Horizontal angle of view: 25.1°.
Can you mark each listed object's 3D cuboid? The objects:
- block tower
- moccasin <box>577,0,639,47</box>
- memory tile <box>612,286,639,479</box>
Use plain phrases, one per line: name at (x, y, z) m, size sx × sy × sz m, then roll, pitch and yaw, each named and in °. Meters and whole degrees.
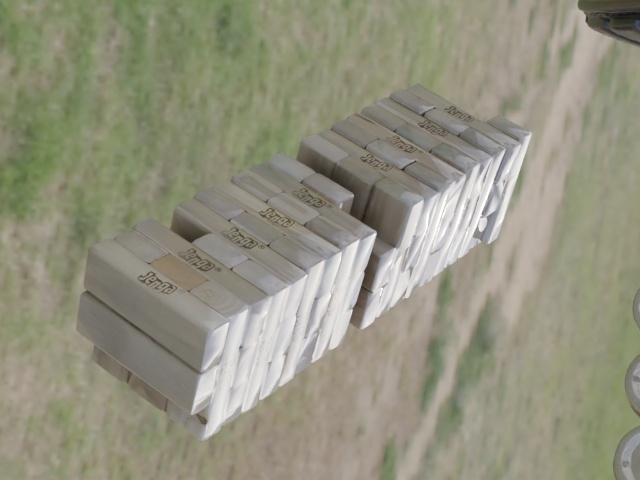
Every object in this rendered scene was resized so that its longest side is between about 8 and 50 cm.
block tower at (0.000, 0.000, 0.878) m, size 0.335 × 0.097 × 0.091 m, roll -29°, pitch 144°, yaw -46°
moccasin at (0.265, -0.176, 0.733) m, size 0.380 × 0.139 × 0.147 m, roll 165°, pitch -66°, yaw -70°
memory tile at (0.180, 0.082, 0.596) m, size 0.012 × 0.113 × 0.148 m, roll 62°, pitch 37°, yaw -56°
